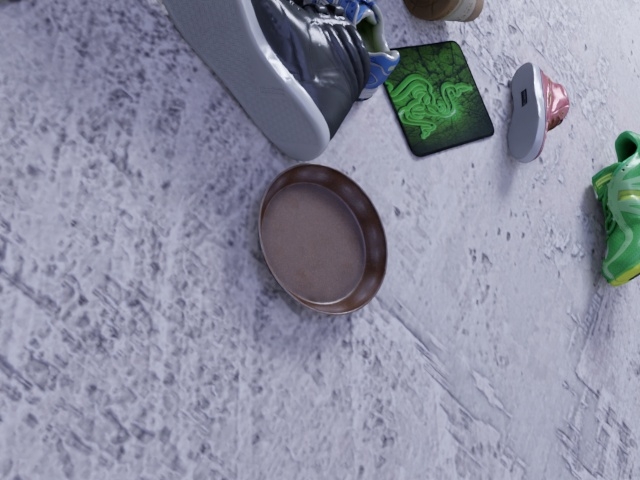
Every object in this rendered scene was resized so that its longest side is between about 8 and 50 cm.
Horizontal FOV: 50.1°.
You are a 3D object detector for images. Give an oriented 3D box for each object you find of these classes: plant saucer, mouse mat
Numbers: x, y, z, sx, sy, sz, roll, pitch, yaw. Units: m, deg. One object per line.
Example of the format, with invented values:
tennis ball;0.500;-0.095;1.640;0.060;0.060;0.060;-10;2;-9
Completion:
plant saucer;0.000;0.000;0.735;0.169;0.029;0.168;14;66;-33
mouse mat;0.161;-0.199;0.938;0.190;0.007;0.152;-21;87;-38

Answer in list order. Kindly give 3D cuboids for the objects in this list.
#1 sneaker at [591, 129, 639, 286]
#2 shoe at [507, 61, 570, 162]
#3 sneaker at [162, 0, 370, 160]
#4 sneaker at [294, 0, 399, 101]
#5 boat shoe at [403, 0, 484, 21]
sneaker;0.477;-0.053;1.077;0.124;0.109;0.295;27;59;0
shoe;0.330;-0.181;1.019;0.081;0.063;0.177;23;57;-23
sneaker;-0.057;-0.241;0.735;0.295;0.105;0.147;54;49;-16
sneaker;0.030;-0.277;0.819;0.080;0.081;0.211;-28;91;-38
boat shoe;0.153;-0.472;0.963;0.110;0.122;0.340;-10;91;-43
